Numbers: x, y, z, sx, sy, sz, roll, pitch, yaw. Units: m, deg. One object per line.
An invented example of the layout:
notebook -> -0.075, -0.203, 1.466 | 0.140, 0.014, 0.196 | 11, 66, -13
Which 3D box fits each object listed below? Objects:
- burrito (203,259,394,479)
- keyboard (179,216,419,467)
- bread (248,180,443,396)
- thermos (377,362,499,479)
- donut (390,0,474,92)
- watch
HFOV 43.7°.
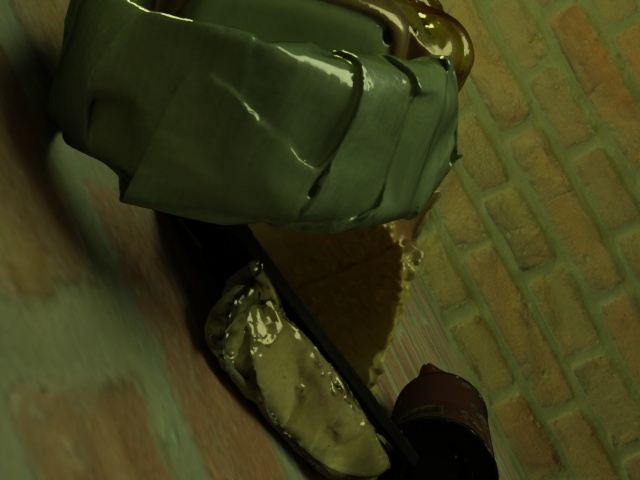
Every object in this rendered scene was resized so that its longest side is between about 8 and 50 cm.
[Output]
burrito -> -0.010, 0.108, 0.551 | 0.229, 0.058, 0.063 | 59, 5, -37
keyboard -> -0.017, 0.072, 0.607 | 0.101, 0.018, 0.309 | 26, -24, 49
bread -> -0.009, 0.007, 0.783 | 0.211, 0.224, 0.183 | 19, 25, -5
thermos -> 0.137, 0.215, 0.852 | 0.136, 0.109, 0.330 | 38, 6, 7
donut -> -0.018, -0.226, 0.766 | 0.360, 0.170, 0.360 | 26, 24, -12
watch -> -0.027, -0.087, 0.475 | 0.241, 0.254, 0.161 | -128, -132, -66
